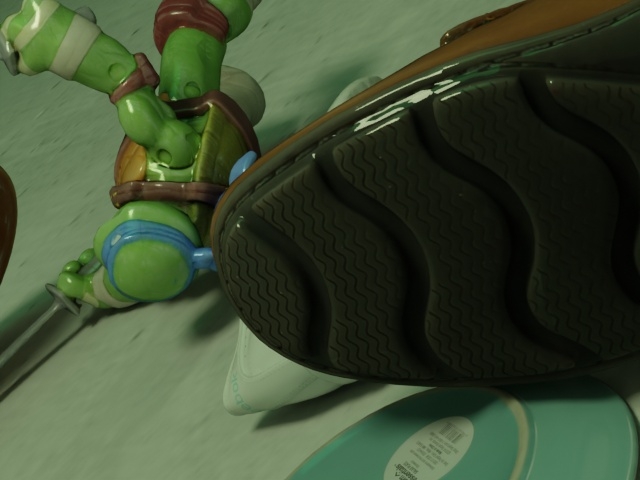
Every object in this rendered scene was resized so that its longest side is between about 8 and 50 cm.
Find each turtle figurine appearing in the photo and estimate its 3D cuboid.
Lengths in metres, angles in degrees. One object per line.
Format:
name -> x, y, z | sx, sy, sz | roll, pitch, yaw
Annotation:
turtle figurine -> -0.133, -0.061, 0.949 | 0.275, 0.197, 0.266 | -20, 26, 27

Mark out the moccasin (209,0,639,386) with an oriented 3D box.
moccasin -> 0.137, -0.062, 0.597 | 0.380, 0.139, 0.147 | -30, 17, 11

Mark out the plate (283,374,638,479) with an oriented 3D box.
plate -> 0.024, 0.101, 0.584 | 0.188, 0.024, 0.188 | -32, 20, 13

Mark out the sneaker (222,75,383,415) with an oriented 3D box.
sneaker -> 0.000, 0.000, 0.789 | 0.094, 0.080, 0.212 | -36, 17, 34

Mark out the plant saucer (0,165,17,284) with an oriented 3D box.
plant saucer -> -0.255, 0.033, 0.988 | 0.200, 0.037, 0.200 | -54, -16, -24
